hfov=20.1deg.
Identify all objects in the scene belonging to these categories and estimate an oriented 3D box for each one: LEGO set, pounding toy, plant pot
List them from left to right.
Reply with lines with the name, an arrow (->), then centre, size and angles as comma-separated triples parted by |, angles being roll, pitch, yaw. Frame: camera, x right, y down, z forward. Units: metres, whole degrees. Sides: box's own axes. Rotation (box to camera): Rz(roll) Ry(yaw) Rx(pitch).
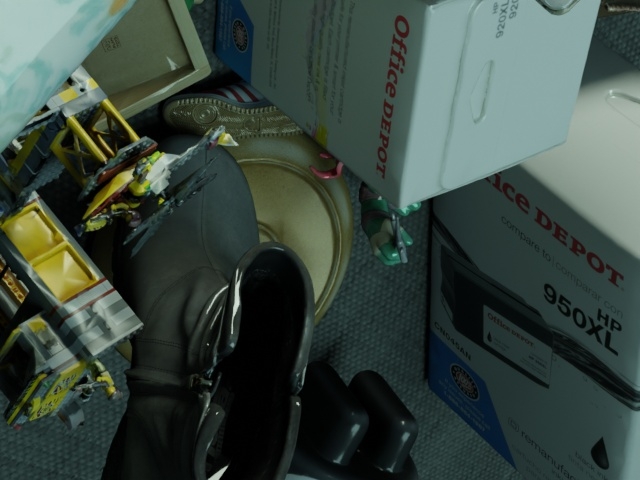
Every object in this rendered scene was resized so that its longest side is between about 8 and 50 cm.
LEGO set -> -0.212, 0.036, 1.148 | 0.255, 0.192, 0.331 | -31, 167, -48
pounding toy -> -0.140, -0.155, 1.244 | 0.141, 0.100, 0.130 | -29, 141, -8
plant pot -> -0.070, 0.015, 1.456 | 0.236, 0.032, 0.236 | -14, 119, -26

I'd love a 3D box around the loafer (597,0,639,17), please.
loafer -> 0.217, -0.247, 1.505 | 0.366, 0.133, 0.130 | 11, 138, -39

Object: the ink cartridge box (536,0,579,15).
ink cartridge box -> 0.126, -0.331, 1.149 | 0.272, 0.309, 0.130 | -46, -179, -2

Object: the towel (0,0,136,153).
towel -> -0.240, -0.236, 0.908 | 0.374, 0.090, 0.320 | 42, 91, -19

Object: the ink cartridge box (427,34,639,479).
ink cartridge box -> 0.246, 0.050, 1.653 | 0.166, 0.285, 0.395 | -28, 139, -25

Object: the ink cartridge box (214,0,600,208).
ink cartridge box -> 0.059, -0.169, 1.300 | 0.168, 0.233, 0.171 | -22, 137, -31

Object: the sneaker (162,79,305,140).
sneaker -> -0.065, -0.112, 1.400 | 0.118, 0.067, 0.042 | 0, 132, -9

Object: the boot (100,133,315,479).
boot -> -0.063, 0.045, 1.245 | 0.118, 0.338, 0.223 | 9, 154, -21

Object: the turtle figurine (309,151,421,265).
turtle figurine -> 0.072, -0.079, 1.434 | 0.175, 0.118, 0.234 | -51, 179, 3

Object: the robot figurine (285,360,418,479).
robot figurine -> -0.018, 0.249, 1.670 | 0.278, 0.209, 0.173 | -64, 178, 20
